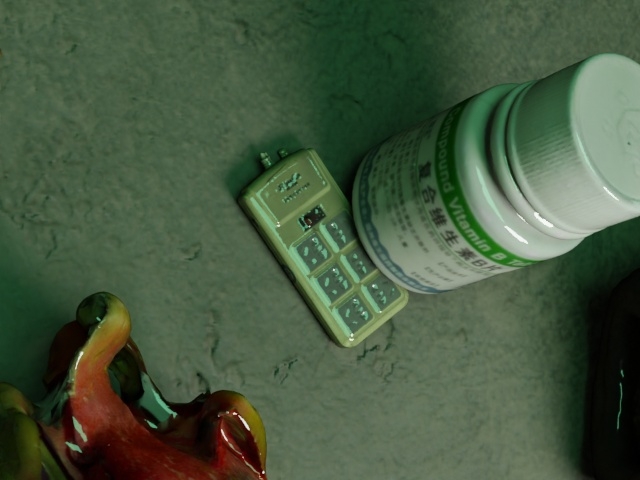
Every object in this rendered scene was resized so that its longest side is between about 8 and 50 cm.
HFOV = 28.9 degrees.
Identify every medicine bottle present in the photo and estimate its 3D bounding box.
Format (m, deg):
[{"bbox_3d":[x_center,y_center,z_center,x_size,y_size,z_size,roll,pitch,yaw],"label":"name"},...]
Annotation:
[{"bbox_3d":[0.143,-0.046,0.930,0.139,0.237,0.139,11,71,-35],"label":"medicine bottle"}]

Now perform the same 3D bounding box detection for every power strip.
[{"bbox_3d":[0.000,0.000,0.987,0.076,0.028,0.169,-38,98,-22],"label":"power strip"}]

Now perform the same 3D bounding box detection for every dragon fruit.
[{"bbox_3d":[-0.116,0.212,0.822,0.228,0.243,0.307,-21,52,-3],"label":"dragon fruit"}]

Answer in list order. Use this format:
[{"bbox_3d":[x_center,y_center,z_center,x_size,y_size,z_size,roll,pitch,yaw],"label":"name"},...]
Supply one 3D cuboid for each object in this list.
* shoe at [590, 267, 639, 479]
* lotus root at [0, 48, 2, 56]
[{"bbox_3d":[0.358,0.071,1.055,0.237,0.171,0.384,20,83,-24],"label":"shoe"},{"bbox_3d":[-0.351,-0.113,0.767,0.310,0.183,0.182,5,81,-22],"label":"lotus root"}]
